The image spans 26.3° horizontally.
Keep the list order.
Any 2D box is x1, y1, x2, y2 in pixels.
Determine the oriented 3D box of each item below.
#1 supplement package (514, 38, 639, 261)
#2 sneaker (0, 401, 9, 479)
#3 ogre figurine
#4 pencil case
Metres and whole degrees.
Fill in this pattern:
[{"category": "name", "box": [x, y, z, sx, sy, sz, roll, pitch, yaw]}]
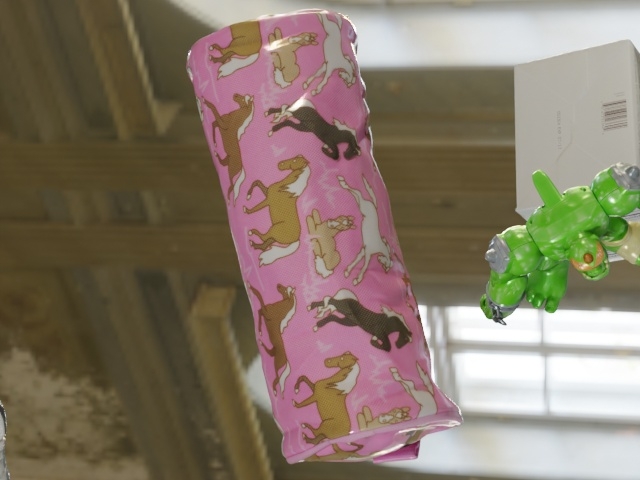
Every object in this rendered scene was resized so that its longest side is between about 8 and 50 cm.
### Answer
[{"category": "supplement package", "box": [0.337, -0.098, 1.639, 0.203, 0.149, 0.194, 34, -127, -53]}, {"category": "sneaker", "box": [-0.449, 0.275, 1.654, 0.132, 0.086, 0.228, -18, -50, -29]}, {"category": "ogre figurine", "box": [0.209, -0.003, 1.131, 0.118, 0.197, 0.096, 38, -138, -60]}, {"category": "pencil case", "box": [0.000, 0.000, 1.156, 0.167, 0.160, 0.386, -4, -107, -37]}]
